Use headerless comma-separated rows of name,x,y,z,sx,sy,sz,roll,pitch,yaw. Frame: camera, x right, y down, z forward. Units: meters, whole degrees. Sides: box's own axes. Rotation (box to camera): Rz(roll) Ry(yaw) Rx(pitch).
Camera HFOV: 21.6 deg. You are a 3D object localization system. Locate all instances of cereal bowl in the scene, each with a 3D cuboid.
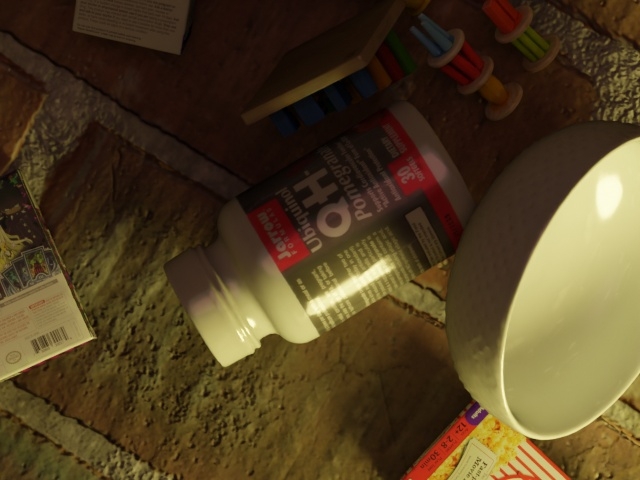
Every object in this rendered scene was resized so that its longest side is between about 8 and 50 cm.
cereal bowl,0.244,0.027,1.753,0.141,0.339,0.339,28,87,38

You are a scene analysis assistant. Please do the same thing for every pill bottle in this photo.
pill bottle,0.000,0.000,1.800,0.318,0.176,0.176,-31,87,-1

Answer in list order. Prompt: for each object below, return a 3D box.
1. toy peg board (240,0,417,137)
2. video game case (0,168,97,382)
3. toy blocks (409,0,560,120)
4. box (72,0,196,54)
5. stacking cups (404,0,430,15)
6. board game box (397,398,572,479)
toy peg board,0.021,-0.169,1.804,0.161,0.161,0.079,-24,111,31
video game case,-0.395,0.062,1.867,0.232,0.042,0.210,-25,86,-1
toy blocks,0.177,-0.221,1.840,0.148,0.054,0.123,39,87,-28
box,-0.197,-0.289,1.844,0.126,0.072,0.137,13,116,1
stacking cups,-0.021,-0.341,1.812,0.316,0.096,0.096,19,87,-18
board game box,0.196,0.287,1.848,0.193,0.045,0.147,42,88,2
